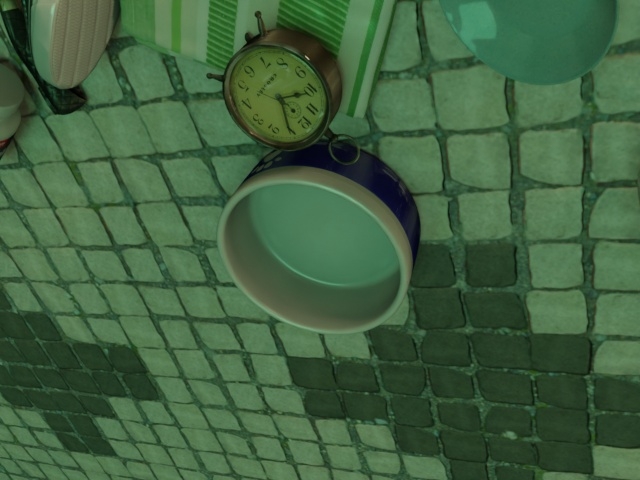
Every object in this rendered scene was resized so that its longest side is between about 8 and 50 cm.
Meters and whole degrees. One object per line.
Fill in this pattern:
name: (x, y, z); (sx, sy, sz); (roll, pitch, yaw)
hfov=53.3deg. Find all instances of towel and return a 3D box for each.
towel: (-0.073, -0.290, 0.708); (0.324, 0.038, 0.248); (21, 132, 7)

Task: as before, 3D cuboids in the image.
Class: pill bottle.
pill bottle: (-0.500, -0.173, 0.925); (0.108, 0.108, 0.180); (42, 131, -14)

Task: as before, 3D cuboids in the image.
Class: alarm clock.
alarm clock: (-0.027, -0.157, 0.725); (0.192, 0.064, 0.129); (44, 129, -11)

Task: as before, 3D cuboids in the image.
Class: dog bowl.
dog bowl: (0.000, 0.000, 0.869); (0.264, 0.104, 0.265); (12, 131, 13)

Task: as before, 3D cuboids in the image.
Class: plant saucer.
plant saucer: (0.196, -0.239, 0.603); (0.195, 0.037, 0.195); (38, 159, 17)

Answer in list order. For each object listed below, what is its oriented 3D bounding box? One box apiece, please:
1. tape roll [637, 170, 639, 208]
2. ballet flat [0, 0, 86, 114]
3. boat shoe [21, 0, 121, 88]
tape roll: (0.473, -0.037, 0.630); (0.286, 0.100, 0.286); (12, 131, 14)
ballet flat: (-0.380, -0.252, 0.863); (0.049, 0.057, 0.173); (-27, 123, -9)
boat shoe: (-0.297, -0.342, 0.715); (0.119, 0.121, 0.335); (26, 122, 11)
